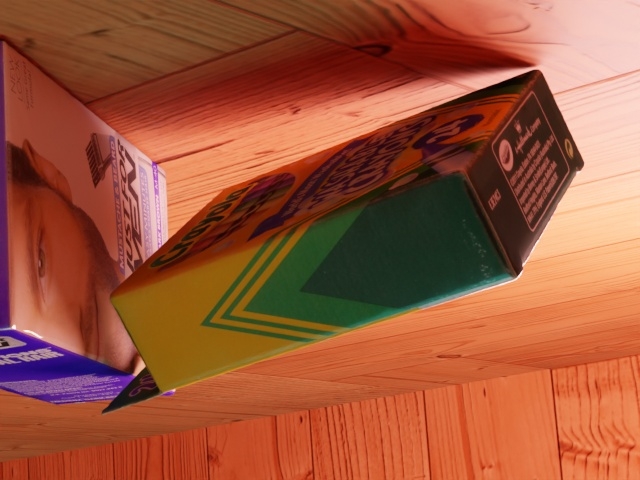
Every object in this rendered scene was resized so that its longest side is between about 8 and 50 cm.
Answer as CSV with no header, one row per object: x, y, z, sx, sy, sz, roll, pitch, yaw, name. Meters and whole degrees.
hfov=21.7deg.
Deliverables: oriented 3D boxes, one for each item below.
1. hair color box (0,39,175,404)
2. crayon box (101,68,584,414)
-0.198,0.003,1.158,0.110,0.185,0.339,-7,168,12,hair color box
0.000,0.000,1.139,0.323,0.083,0.203,-21,-166,28,crayon box
